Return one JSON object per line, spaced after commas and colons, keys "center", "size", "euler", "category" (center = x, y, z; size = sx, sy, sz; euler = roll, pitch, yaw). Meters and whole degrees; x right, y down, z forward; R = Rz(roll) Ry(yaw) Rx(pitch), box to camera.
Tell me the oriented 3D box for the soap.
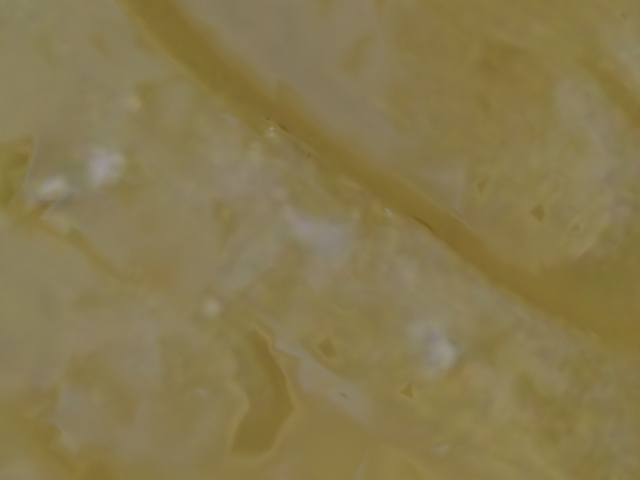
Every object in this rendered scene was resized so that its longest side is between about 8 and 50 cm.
{"center": [0.000, 0.000, 0.492], "size": [0.335, 0.293, 0.156], "euler": [-56, 11, -7], "category": "soap"}
